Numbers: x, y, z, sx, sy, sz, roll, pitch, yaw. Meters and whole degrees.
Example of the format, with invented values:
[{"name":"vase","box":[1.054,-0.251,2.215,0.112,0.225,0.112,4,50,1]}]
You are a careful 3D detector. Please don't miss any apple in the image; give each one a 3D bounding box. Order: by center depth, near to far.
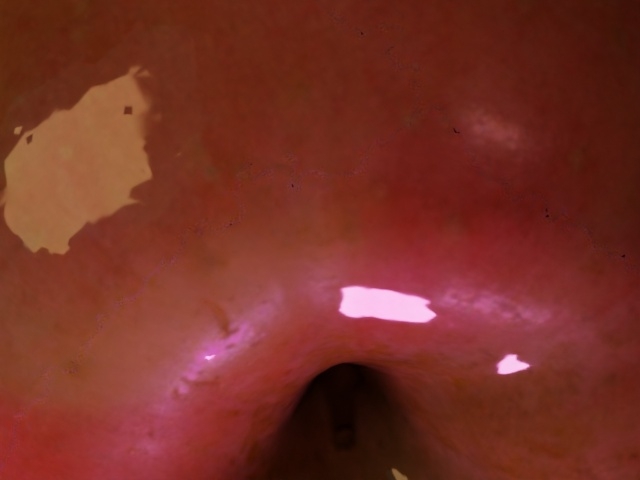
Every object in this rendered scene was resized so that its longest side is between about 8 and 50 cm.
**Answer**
[{"name":"apple","box":[0.000,0.000,0.647,0.277,0.319,0.319,-95,27,-64]}]
